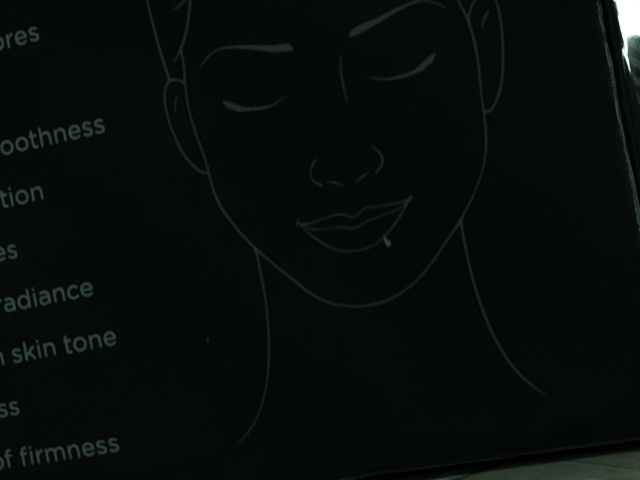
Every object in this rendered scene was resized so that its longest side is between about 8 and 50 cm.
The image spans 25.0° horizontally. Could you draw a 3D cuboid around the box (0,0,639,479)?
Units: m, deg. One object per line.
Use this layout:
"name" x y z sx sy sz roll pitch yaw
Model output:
"box" -0.042 -0.100 0.902 0.480 0.471 0.297 -10 1 17
